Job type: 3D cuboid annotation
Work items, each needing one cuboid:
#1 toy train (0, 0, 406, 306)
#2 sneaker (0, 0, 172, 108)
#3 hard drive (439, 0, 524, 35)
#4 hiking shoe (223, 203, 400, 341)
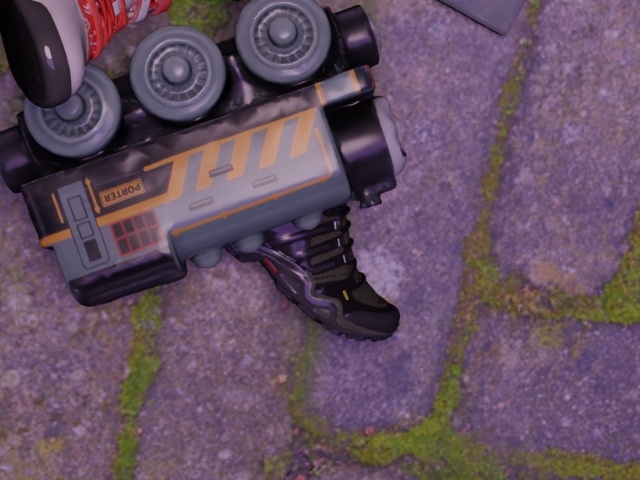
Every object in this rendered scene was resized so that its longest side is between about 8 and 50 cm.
[{"bbox_3d":[-0.095,-0.076,1.056,0.333,0.142,0.190,-20,89,-4],"label":"toy train"},{"bbox_3d":[-0.171,-0.186,0.966,0.145,0.270,0.090,-11,121,-19],"label":"sneaker"},{"bbox_3d":[0.129,-0.255,1.151,0.135,0.022,0.094,25,98,-19],"label":"hard drive"},{"bbox_3d":[0.000,0.000,1.153,0.227,0.086,0.114,38,97,-19],"label":"hiking shoe"}]
